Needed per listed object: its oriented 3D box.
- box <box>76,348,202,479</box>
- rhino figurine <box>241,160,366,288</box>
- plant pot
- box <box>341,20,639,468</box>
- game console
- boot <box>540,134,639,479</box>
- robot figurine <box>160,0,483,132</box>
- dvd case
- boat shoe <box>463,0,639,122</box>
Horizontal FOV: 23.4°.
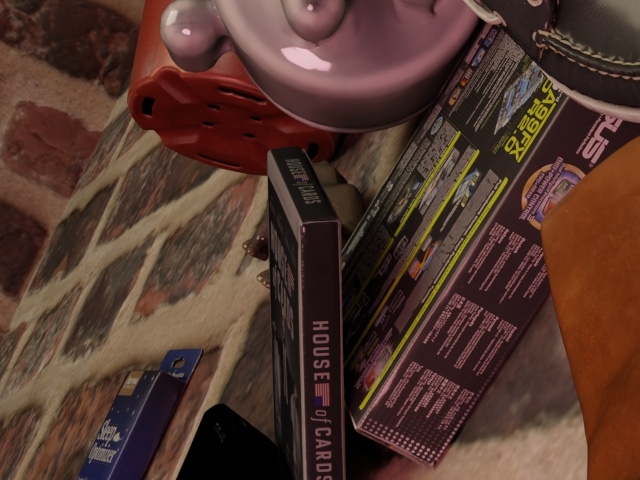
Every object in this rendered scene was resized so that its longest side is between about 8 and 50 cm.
[{"bbox_3d":[-0.197,0.205,1.566,0.225,0.036,0.136,-64,16,-14],"label":"box"},{"bbox_3d":[0.000,0.000,1.237,0.106,0.073,0.243,-62,17,8],"label":"rhino figurine"},{"bbox_3d":[-0.057,-0.221,1.478,0.272,0.272,0.265,-31,42,60],"label":"plant pot"},{"bbox_3d":[0.097,-0.018,0.995,0.270,0.060,0.216,-59,17,10],"label":"box"},{"bbox_3d":[-0.113,0.300,1.079,0.213,0.044,0.361,-143,75,-75],"label":"game console"},{"bbox_3d":[0.188,0.037,0.516,0.264,0.096,0.280,-40,28,37],"label":"boot"},{"bbox_3d":[0.025,-0.191,1.164,0.353,0.300,0.200,76,-179,-86],"label":"robot figurine"},{"bbox_3d":[-0.010,0.075,1.006,0.179,0.029,0.239,-116,23,-71],"label":"dvd case"},{"bbox_3d":[0.122,-0.161,0.860,0.114,0.091,0.302,-55,36,9],"label":"boat shoe"}]
